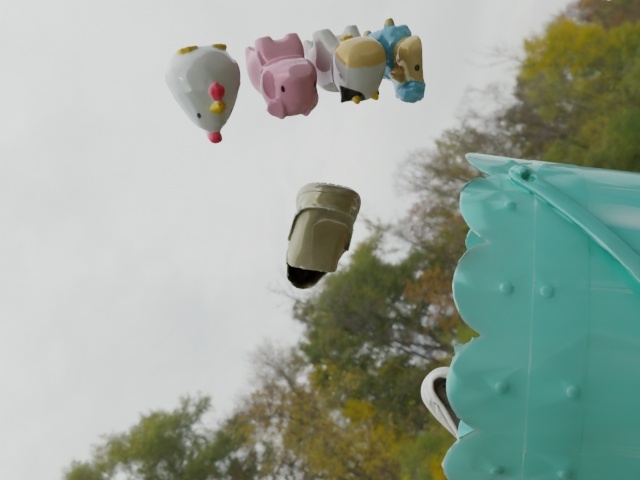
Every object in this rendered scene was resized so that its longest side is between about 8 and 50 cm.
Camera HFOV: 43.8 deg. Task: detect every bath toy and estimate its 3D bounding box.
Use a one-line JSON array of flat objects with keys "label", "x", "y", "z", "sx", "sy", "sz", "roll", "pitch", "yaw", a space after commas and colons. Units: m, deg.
[{"label": "bath toy", "x": -0.032, "y": -0.218, "z": 1.085, "sx": 0.348, "sy": 0.151, "sz": 0.129, "roll": -13, "pitch": -86, "yaw": -19}]

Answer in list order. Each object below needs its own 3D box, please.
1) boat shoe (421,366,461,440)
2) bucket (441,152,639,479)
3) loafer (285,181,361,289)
[{"label": "boat shoe", "x": 0.250, "y": 0.286, "z": 1.108, "sx": 0.098, "sy": 0.277, "sz": 0.096, "roll": -50, "pitch": -13, "yaw": -2}, {"label": "bucket", "x": 0.190, "y": 0.075, "z": 0.575, "sx": 0.281, "sy": 0.183, "sz": 0.281, "roll": 2, "pitch": -90, "yaw": -77}, {"label": "loafer", "x": 0.000, "y": 0.000, "z": 1.214, "sx": 0.268, "sy": 0.102, "sz": 0.092, "roll": 106, "pitch": 170, "yaw": -64}]
